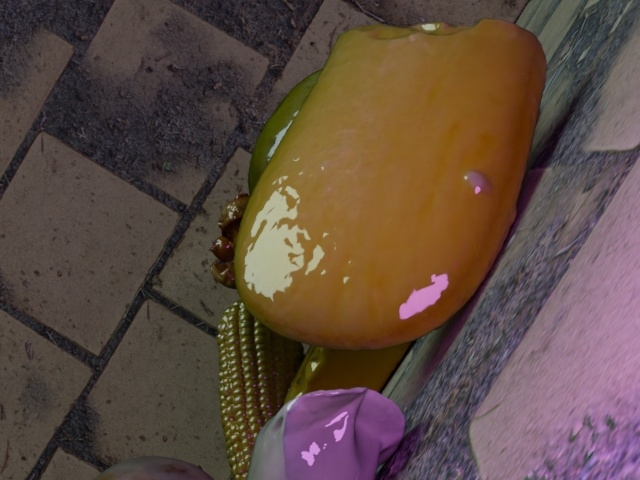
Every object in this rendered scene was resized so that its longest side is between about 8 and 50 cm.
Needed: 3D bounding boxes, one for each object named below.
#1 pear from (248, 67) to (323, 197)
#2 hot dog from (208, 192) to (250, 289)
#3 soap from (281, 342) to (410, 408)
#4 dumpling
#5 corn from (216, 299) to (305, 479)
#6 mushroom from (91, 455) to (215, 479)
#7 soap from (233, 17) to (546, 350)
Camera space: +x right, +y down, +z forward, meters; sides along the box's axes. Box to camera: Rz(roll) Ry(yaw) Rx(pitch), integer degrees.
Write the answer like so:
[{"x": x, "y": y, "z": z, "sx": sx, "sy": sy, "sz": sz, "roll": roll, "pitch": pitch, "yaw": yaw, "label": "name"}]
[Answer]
[{"x": 0.053, "y": -0.105, "z": 1.569, "sx": 0.307, "sy": 0.253, "sz": 0.253, "roll": -36, "pitch": 7, "yaw": 17, "label": "pear"}, {"x": 0.000, "y": 0.000, "z": 1.829, "sx": 0.117, "sy": 0.348, "sz": 0.158, "roll": -114, "pitch": 32, "yaw": -49, "label": "hot dog"}, {"x": 0.060, "y": 0.121, "z": 1.655, "sx": 0.204, "sy": 0.096, "sz": 0.324, "roll": -58, "pitch": 0, "yaw": 23, "label": "soap"}, {"x": 0.003, "y": 0.216, "z": 1.137, "sx": 0.151, "sy": 0.124, "sz": 0.229, "roll": -10, "pitch": -43, "yaw": -36, "label": "dumpling"}, {"x": -0.079, "y": 0.222, "z": 1.691, "sx": 0.130, "sy": 0.130, "sz": 0.347, "roll": 122, "pitch": 147, "yaw": -52, "label": "corn"}, {"x": -0.197, "y": 0.441, "z": 1.633, "sx": 0.290, "sy": 0.297, "sz": 0.298, "roll": 19, "pitch": -74, "yaw": -52, "label": "mushroom"}, {"x": 0.075, "y": -0.063, "z": 1.343, "sx": 0.427, "sy": 0.306, "sz": 0.115, "roll": -65, "pitch": -28, "yaw": -27, "label": "soap"}]
